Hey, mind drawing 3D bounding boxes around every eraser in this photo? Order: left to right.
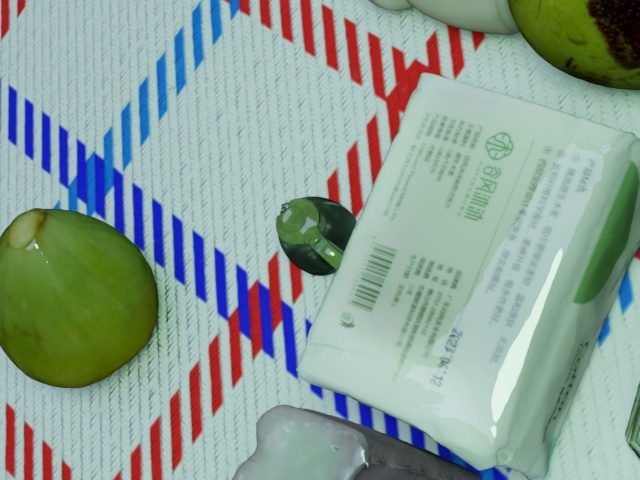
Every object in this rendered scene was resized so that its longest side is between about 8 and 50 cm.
[{"bbox_3d":[0.020,0.314,1.140,0.122,0.359,0.272,20,84,29],"label":"eraser"}]

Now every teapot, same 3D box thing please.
[{"bbox_3d":[0.002,-0.009,1.407,0.124,0.091,0.092,13,81,29],"label":"teapot"}]

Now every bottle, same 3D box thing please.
[{"bbox_3d":[0.138,-0.325,1.416,0.237,0.147,0.147,12,79,33],"label":"bottle"}]

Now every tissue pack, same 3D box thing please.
[{"bbox_3d":[0.166,0.038,1.254,0.266,0.194,0.356,22,86,29],"label":"tissue pack"}]

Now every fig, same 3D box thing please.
[{"bbox_3d":[-0.313,0.059,1.467,0.207,0.230,0.207,-29,21,13],"label":"fig"}]

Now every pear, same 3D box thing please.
[{"bbox_3d":[0.326,-0.290,1.242,0.284,0.283,0.283,-8,70,24],"label":"pear"}]

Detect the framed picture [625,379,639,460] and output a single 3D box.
[{"bbox_3d":[0.378,0.242,1.072,0.018,0.231,0.293,-32,60,-12],"label":"framed picture"}]
